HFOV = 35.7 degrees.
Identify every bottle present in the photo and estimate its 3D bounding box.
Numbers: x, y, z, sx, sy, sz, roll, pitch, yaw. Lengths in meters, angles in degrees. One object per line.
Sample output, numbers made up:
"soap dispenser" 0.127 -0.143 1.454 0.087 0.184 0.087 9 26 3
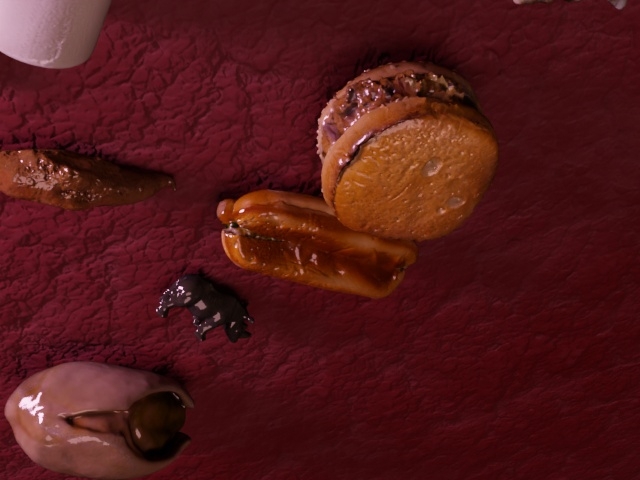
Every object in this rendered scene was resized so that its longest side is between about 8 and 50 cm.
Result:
"bottle" -0.187 -0.255 0.753 0.104 0.104 0.245 11 130 -27

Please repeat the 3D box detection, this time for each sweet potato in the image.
"sweet potato" -0.237 -0.059 0.974 0.206 0.060 0.068 4 168 -35

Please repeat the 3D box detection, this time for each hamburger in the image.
"hamburger" 0.079 -0.096 0.993 0.182 0.118 0.191 -40 136 18

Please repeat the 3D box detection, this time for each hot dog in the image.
"hot dog" 0.000 0.000 1.101 0.250 0.068 0.100 16 115 -33

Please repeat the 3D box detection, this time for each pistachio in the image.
"pistachio" -0.260 0.215 1.195 0.238 0.153 0.137 11 90 -30

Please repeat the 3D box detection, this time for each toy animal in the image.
"toy animal" -0.126 0.084 1.162 0.065 0.047 0.136 -43 126 13

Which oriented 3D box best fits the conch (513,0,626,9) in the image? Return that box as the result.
"conch" 0.246 -0.291 0.868 0.137 0.114 0.234 35 82 -49
